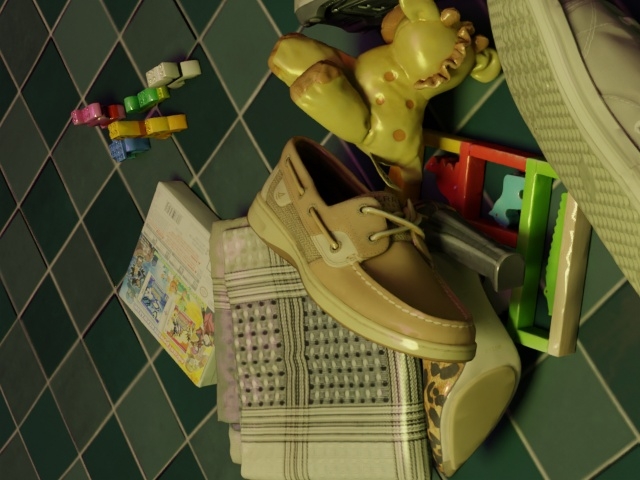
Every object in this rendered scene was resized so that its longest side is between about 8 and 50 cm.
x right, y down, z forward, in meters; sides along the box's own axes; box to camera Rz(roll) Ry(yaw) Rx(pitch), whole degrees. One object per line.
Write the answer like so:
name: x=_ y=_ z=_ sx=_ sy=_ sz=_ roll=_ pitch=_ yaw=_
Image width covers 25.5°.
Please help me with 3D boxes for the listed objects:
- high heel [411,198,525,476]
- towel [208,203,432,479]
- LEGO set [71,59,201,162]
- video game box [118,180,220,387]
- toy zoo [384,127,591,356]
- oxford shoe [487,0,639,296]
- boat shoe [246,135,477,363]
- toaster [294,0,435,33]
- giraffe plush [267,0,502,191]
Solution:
high heel: x=0.120 y=0.094 z=1.452 sx=0.186 sy=0.093 sz=0.261 roll=36 pitch=121 yaw=51
towel: x=-0.016 y=0.121 z=1.607 sx=0.324 sy=0.056 sz=0.312 roll=-5 pitch=91 yaw=46
LEGO set: x=-0.254 y=-0.161 z=1.862 sx=0.227 sy=0.093 sz=0.087 roll=-23 pitch=78 yaw=46
video game box: x=-0.169 y=0.055 z=1.828 sx=0.205 sy=0.048 sz=0.187 roll=45 pitch=122 yaw=35
toy zoo: x=0.154 y=-0.009 z=1.478 sx=0.293 sy=0.030 sz=0.192 roll=19 pitch=109 yaw=45
oxford shoe: x=0.270 y=-0.123 z=1.279 sx=0.169 sy=0.130 sz=0.449 roll=77 pitch=170 yaw=-54
boat shoe: x=0.041 y=0.003 z=1.384 sx=0.341 sy=0.122 sz=0.110 roll=40 pitch=115 yaw=44
toaster: x=0.065 y=-0.313 z=1.472 sx=0.227 sy=0.129 sz=0.146 roll=-14 pitch=82 yaw=47
giraffe plush: x=0.078 y=-0.174 z=1.435 sx=0.170 sy=0.181 sz=0.210 roll=-49 pitch=57 yaw=13
